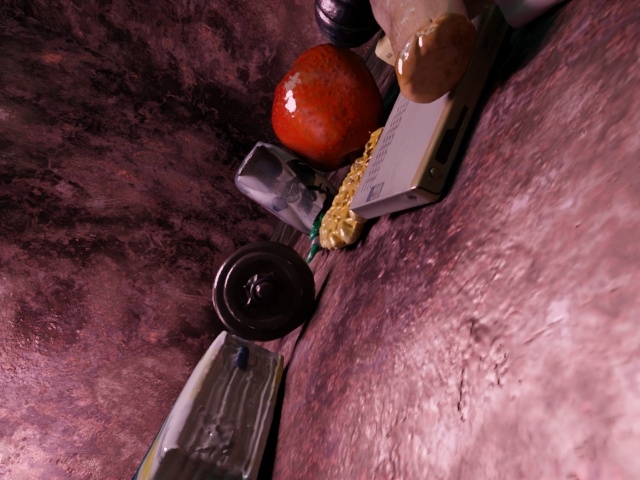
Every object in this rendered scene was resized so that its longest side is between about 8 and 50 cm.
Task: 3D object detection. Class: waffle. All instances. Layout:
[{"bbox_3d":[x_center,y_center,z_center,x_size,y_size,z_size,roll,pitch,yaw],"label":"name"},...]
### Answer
[{"bbox_3d":[0.070,-0.091,0.842,0.250,0.056,0.261,-63,12,5],"label":"waffle"}]

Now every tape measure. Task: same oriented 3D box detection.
[{"bbox_3d":[-0.074,-0.125,1.098,0.147,0.256,0.275,-55,10,-1],"label":"tape measure"}]

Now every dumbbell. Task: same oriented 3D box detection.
[{"bbox_3d":[-0.118,0.101,0.919,0.192,0.192,0.290,-65,7,-10],"label":"dumbbell"}]

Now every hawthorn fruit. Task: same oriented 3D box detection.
[{"bbox_3d":[0.024,-0.297,1.091,0.275,0.300,0.275,-30,-3,-2],"label":"hawthorn fruit"}]

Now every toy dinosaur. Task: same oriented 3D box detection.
[{"bbox_3d":[0.000,0.000,0.998,0.132,0.059,0.096,-60,-4,-42],"label":"toy dinosaur"}]

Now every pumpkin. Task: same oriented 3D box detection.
[{"bbox_3d":[0.066,-0.430,0.779,0.194,0.150,0.194,-35,2,1],"label":"pumpkin"}]

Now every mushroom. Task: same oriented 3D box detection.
[{"bbox_3d":[0.119,-0.331,0.578,0.123,0.095,0.351,-39,48,52],"label":"mushroom"}]

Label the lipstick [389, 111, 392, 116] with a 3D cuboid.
[{"bbox_3d":[0.174,-0.293,0.944,0.094,0.019,0.019,-59,10,27],"label":"lipstick"}]

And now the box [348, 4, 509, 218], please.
[{"bbox_3d":[0.142,-0.161,0.627,0.270,0.045,0.211,-66,17,-14],"label":"box"}]

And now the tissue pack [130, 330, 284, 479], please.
[{"bbox_3d":[-0.220,0.390,0.765,0.388,0.162,0.287,-59,7,20],"label":"tissue pack"}]

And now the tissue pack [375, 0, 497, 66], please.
[{"bbox_3d":[0.193,-0.383,0.757,0.159,0.125,0.234,-63,9,6],"label":"tissue pack"}]

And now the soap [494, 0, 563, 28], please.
[{"bbox_3d":[0.243,-0.343,0.405,0.208,0.115,0.347,-62,9,1],"label":"soap"}]
